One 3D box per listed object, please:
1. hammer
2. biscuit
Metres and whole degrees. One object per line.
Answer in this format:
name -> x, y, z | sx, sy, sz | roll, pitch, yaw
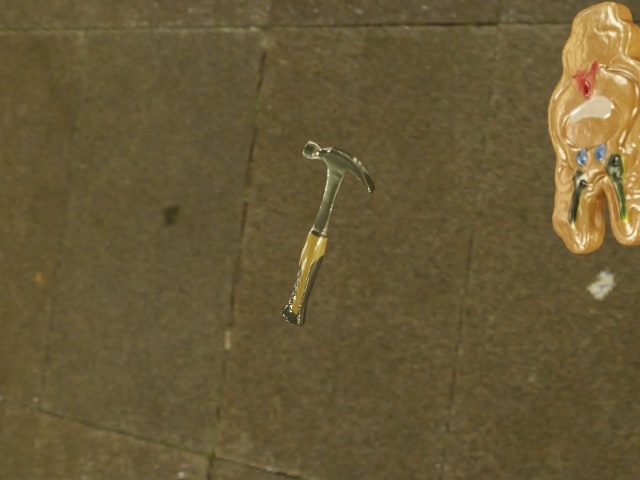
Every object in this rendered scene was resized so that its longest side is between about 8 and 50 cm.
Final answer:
hammer -> 0.000, 0.000, 1.239 | 0.078, 0.021, 0.201 | 20, 115, 10
biscuit -> 0.375, -0.151, 1.627 | 0.202, 0.047, 0.333 | -7, 81, 60
